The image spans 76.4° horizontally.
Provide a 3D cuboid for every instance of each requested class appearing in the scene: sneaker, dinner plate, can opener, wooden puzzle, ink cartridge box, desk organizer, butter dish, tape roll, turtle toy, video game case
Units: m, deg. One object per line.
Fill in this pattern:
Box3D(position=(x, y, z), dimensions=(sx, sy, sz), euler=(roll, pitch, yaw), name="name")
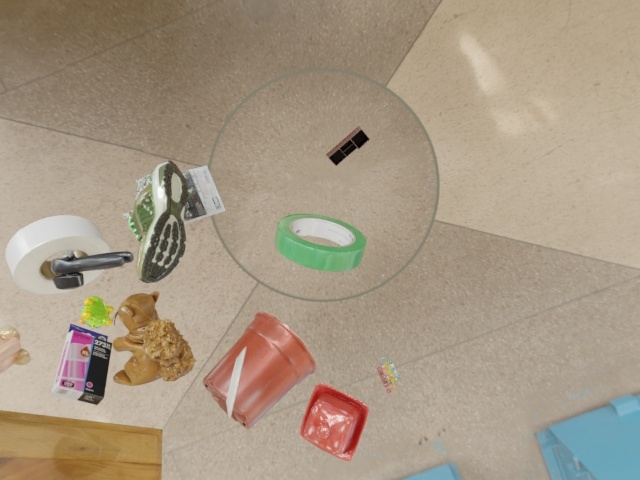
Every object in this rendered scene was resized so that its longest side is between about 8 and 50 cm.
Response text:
Box3D(position=(-0.536, -0.052, 1.286), dimensions=(0.182, 0.158, 0.409), euler=(-10, 61, 17), name="sneaker")
Box3D(position=(-0.172, 0.284, 0.825), dimensions=(0.017, 0.141, 0.141), euler=(13, 97, -5), name="dinner plate")
Box3D(position=(-0.452, 0.046, 0.806), dimensions=(0.186, 0.059, 0.073), euler=(-12, 110, 13), name="can opener")
Box3D(position=(0.161, 0.313, 0.960), dimensions=(0.049, 0.006, 0.083), euler=(-19, 81, -36), name="wooden puzzle")
Box3D(position=(-0.973, 0.492, 1.689), dimensions=(0.069, 0.370, 0.176), euler=(-46, 127, 12), name="ink cartridge box")
Box3D(position=(0.081, -0.275, 1.202), dimensions=(0.130, 0.050, 0.047), euler=(-39, 109, 12), name="desk organizer")
Box3D(position=(0.022, 0.471, 1.035), dimensions=(0.160, 0.118, 0.160), euler=(20, 88, 19), name="butter dish")
Box3D(position=(-0.858, 0.050, 1.350), dimensions=(0.286, 0.286, 0.100), euler=(-43, 65, 5), name="tape roll")
Box3D(position=(-0.718, 0.227, 1.294), dimensions=(0.066, 0.130, 0.095), euler=(-36, 134, 16), name="turtle toy")
Box3D(position=(-0.475, -0.174, 1.541), dimensions=(0.173, 0.022, 0.190), euler=(-23, 93, -35), name="video game case")
Box3D(position=(0.000, 0.000, 1.445), dimensions=(0.322, 0.321, 0.077), euler=(12, 114, -1), name="tape roll")

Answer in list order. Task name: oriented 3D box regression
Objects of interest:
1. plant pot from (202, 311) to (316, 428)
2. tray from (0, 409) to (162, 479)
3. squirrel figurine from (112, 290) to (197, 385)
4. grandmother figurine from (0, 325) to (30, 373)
Box3D(position=(-0.201, 0.412, 1.271), dimensions=(0.265, 0.272, 0.272), euler=(-42, 96, -32), name="plant pot")
Box3D(position=(-0.451, 0.413, 0.687), dimensions=(0.076, 0.411, 0.202), euler=(-29, 51, 17), name="tray")
Box3D(position=(-0.717, 0.411, 1.759), dimensions=(0.398, 0.281, 0.369), euler=(2, 103, 32), name="squirrel figurine")
Box3D(position=(-0.856, 0.326, 0.946), dimensions=(0.104, 0.342, 0.207), euler=(-19, 106, 11), name="grandmother figurine")
